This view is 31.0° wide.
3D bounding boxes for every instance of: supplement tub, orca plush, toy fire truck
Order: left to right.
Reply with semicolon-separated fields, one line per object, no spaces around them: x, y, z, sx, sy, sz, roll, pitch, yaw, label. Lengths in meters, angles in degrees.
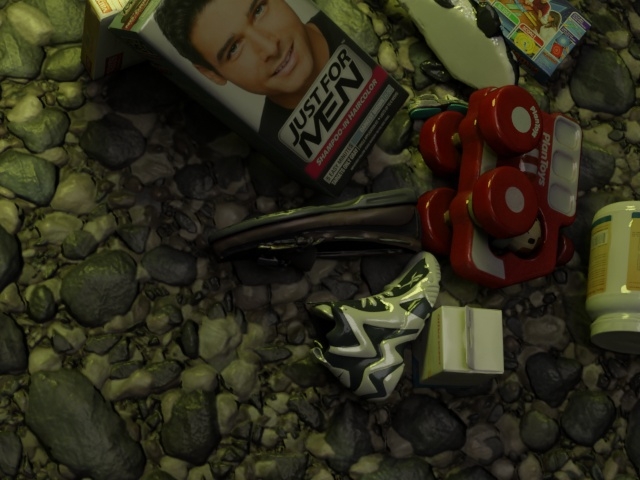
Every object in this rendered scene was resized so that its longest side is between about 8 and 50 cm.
0.197;-0.334;1.776;0.287;0.151;0.102;30;37;11;orca plush
0.286;-0.072;1.691;0.254;0.169;0.302;19;68;-31;toy fire truck
0.467;0.056;1.700;0.144;0.144;0.199;14;71;-12;supplement tub

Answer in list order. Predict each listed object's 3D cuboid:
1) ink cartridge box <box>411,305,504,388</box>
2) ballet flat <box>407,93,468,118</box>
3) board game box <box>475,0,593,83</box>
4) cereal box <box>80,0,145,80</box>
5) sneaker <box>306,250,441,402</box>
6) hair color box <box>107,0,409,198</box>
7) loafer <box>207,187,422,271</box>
0.191;0.148;1.592;0.090;0.143;0.092;4;73;-15;ink cartridge box
0.186;-0.206;1.758;0.114;0.041;0.041;0;74;-17;ballet flat
0.322;-0.365;1.845;0.201;0.035;0.136;42;67;-1;board game box
-0.214;-0.318;1.601;0.240;0.173;0.047;-27;78;-21;cereal box
0.063;0.092;1.600;0.153;0.094;0.235;30;73;-10;sneaker
-0.074;-0.239;1.544;0.374;0.114;0.185;38;83;-32;hair color box
0.000;0.000;1.596;0.303;0.109;0.095;-13;83;-12;loafer
